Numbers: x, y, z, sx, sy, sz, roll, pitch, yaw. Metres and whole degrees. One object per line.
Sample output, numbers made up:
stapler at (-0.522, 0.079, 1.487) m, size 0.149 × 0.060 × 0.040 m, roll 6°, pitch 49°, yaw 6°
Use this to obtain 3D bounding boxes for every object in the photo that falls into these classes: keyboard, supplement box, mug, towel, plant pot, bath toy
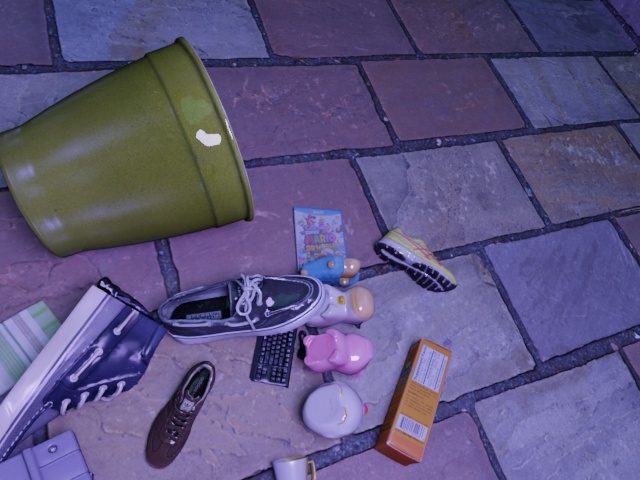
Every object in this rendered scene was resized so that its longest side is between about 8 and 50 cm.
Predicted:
keyboard at (-0.072, 0.201, 0.959) m, size 0.108 × 0.023 × 0.180 m, roll 14°, pitch 59°, yaw -11°
supplement box at (0.188, 0.315, 0.949) m, size 0.080 × 0.078 × 0.233 m, roll 29°, pitch 56°, yaw 3°
mug at (-0.042, 0.413, 0.830) m, size 0.078 × 0.062 × 0.064 m, roll -4°, pitch 71°, yaw -13°
towel at (-0.521, 0.187, 0.822) m, size 0.152 × 0.023 × 0.113 m, roll -35°, pitch 79°, yaw -33°
plant pot at (-0.360, -0.142, 0.888) m, size 0.353 × 0.366 × 0.366 m, roll -23°, pitch 71°, yaw -16°
bath toy at (0.039, 0.206, 0.937) m, size 0.152 × 0.129 × 0.348 m, roll -11°, pitch 57°, yaw 17°

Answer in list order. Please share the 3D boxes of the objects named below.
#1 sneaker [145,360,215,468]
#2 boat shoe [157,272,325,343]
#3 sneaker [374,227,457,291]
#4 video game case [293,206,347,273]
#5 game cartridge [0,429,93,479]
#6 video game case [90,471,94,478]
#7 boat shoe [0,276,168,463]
sneaker at (-0.241, 0.292, 0.823) m, size 0.066 × 0.071 × 0.188 m, roll 25°, pitch 57°, yaw -4°
boat shoe at (-0.142, 0.112, 0.887) m, size 0.307 × 0.105 × 0.113 m, roll -7°, pitch 58°, yaw -2°
sneaker at (0.236, 0.038, 1.117) m, size 0.209 × 0.081 × 0.094 m, roll 36°, pitch 55°, yaw 4°
video game case at (0.000, 0.000, 1.099) m, size 0.119 × 0.015 × 0.166 m, roll 3°, pitch 61°, yaw -16°
game cartridge at (-0.461, 0.432, 0.603) m, size 0.355 × 0.068 × 0.230 m, roll -21°, pitch 57°, yaw -33°
video game case at (-0.431, 0.479, 0.652) m, size 0.196 × 0.026 × 0.274 m, roll -2°, pitch 54°, yaw -13°
boat shoe at (-0.394, 0.237, 0.779) m, size 0.158 × 0.127 × 0.340 m, roll 36°, pitch 67°, yaw -16°
